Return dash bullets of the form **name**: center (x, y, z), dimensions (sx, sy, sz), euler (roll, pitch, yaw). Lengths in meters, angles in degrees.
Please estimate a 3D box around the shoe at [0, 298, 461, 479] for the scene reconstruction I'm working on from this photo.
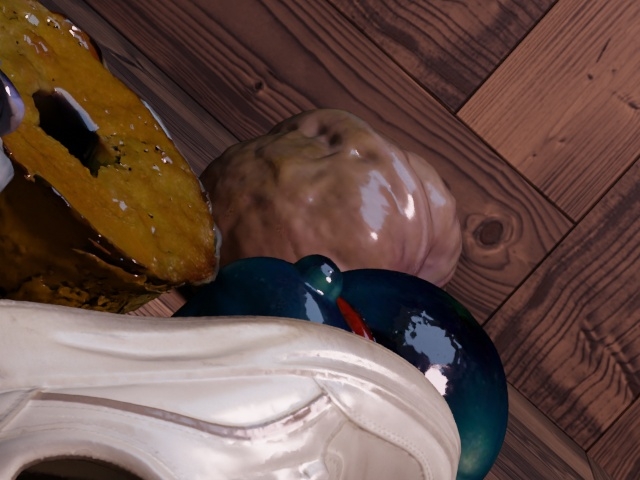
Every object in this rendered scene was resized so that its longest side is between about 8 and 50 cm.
- **shoe**: center (-0.062, 0.125, 0.848), dimensions (0.316, 0.124, 0.159), euler (9, 37, -22)

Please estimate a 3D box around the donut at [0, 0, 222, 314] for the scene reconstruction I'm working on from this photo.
- **donut**: center (-0.193, -0.054, 1.243), dimensions (0.272, 0.107, 0.272), euler (46, 19, -21)

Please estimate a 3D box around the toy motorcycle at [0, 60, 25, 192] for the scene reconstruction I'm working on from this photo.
- **toy motorcycle**: center (-0.323, -0.110, 1.002), dimensions (0.319, 0.241, 0.182), euler (45, 46, -28)

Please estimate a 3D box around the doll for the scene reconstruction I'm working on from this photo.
- **doll**: center (0.021, 0.107, 1.323), dimensions (0.198, 0.186, 0.322), euler (48, 12, 35)

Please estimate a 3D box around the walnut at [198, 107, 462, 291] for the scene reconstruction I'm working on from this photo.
- **walnut**: center (0.000, -0.002, 1.650), dimensions (0.248, 0.248, 0.248), euler (41, 7, -6)
